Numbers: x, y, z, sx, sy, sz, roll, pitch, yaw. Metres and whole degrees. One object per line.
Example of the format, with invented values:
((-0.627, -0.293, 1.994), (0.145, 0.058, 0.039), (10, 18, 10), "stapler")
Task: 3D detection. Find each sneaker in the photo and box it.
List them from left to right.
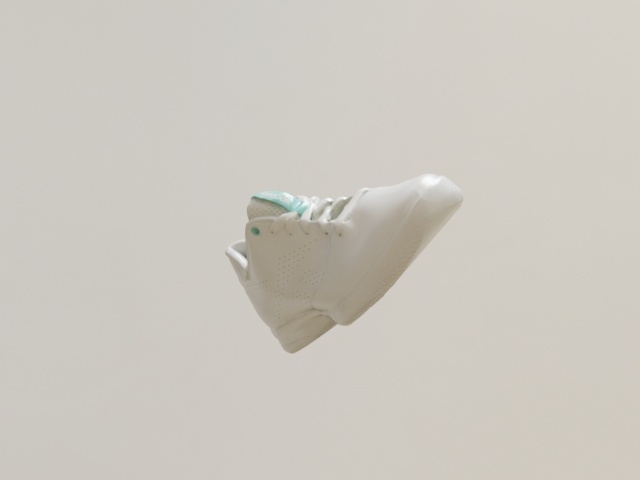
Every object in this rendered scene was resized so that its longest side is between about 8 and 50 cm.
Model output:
((0.000, 0.000, 0.859), (0.080, 0.094, 0.212), (-45, -176, -35), "sneaker")
